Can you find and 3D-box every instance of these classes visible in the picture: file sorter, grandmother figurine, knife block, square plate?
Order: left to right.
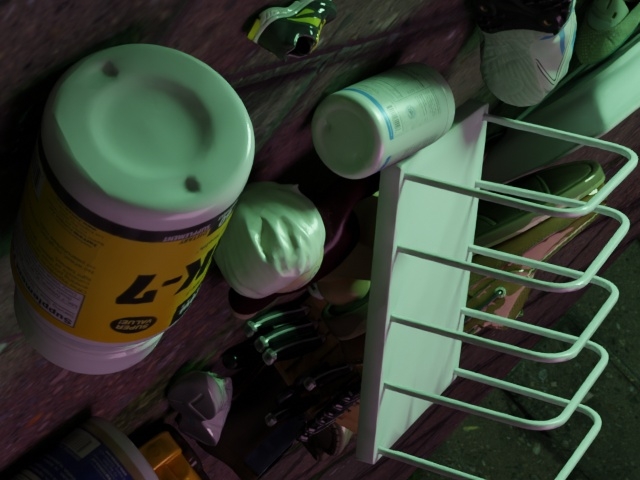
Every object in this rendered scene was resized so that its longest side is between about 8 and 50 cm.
[{"bbox_3d":[0.000,0.000,1.450,0.208,0.104,0.342,-55,168,11],"label":"grandmother figurine"},{"bbox_3d":[0.000,0.101,1.824,0.088,0.242,0.275,-43,-151,26],"label":"knife block"},{"bbox_3d":[0.156,0.050,1.470,0.193,0.173,0.277,-38,137,-57],"label":"file sorter"},{"bbox_3d":[0.328,-0.188,1.765,0.347,0.049,0.344,-39,-177,-17],"label":"square plate"}]

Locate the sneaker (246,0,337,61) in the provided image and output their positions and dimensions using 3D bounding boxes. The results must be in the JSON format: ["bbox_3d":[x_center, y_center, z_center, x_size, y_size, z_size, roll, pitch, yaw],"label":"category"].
[{"bbox_3d":[-0.013,-0.134,1.110,0.083,0.035,0.031,-28,161,-48],"label":"sneaker"}]

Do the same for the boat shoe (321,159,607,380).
[{"bbox_3d":[0.154,0.034,1.669,0.307,0.104,0.111,-31,-164,1],"label":"boat shoe"}]

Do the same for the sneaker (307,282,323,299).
[{"bbox_3d":[0.097,0.042,1.782,0.229,0.132,0.086,-31,163,-41],"label":"sneaker"}]

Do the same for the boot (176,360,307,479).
[{"bbox_3d":[-0.050,0.187,1.868,0.219,0.106,0.082,-30,162,-44],"label":"boot"}]

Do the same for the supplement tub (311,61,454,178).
[{"bbox_3d":[0.049,-0.095,1.346,0.107,0.071,0.071,-27,160,-49],"label":"supplement tub"}]

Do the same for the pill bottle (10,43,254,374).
[{"bbox_3d":[-0.119,-0.010,1.013,0.119,0.119,0.208,-35,165,-32],"label":"pill bottle"}]

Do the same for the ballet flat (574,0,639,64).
[{"bbox_3d":[0.302,-0.247,1.684,0.168,0.057,0.052,-48,137,6],"label":"ballet flat"}]

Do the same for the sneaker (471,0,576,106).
[{"bbox_3d":[0.173,-0.192,1.412,0.237,0.085,0.086,84,27,-70],"label":"sneaker"}]

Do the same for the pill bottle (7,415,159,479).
[{"bbox_3d":[-0.237,0.251,1.510,0.187,0.112,0.112,-38,166,-22],"label":"pill bottle"}]

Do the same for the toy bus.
[{"bbox_3d":[-0.148,0.320,1.781,0.149,0.211,0.220,-38,165,-13],"label":"toy bus"}]

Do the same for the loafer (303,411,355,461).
[{"bbox_3d":[0.013,0.215,2.186,0.092,0.102,0.268,-41,176,-12],"label":"loafer"}]

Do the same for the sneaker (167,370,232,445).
[{"bbox_3d":[-0.116,0.153,1.714,0.152,0.054,0.061,94,21,-66],"label":"sneaker"}]
